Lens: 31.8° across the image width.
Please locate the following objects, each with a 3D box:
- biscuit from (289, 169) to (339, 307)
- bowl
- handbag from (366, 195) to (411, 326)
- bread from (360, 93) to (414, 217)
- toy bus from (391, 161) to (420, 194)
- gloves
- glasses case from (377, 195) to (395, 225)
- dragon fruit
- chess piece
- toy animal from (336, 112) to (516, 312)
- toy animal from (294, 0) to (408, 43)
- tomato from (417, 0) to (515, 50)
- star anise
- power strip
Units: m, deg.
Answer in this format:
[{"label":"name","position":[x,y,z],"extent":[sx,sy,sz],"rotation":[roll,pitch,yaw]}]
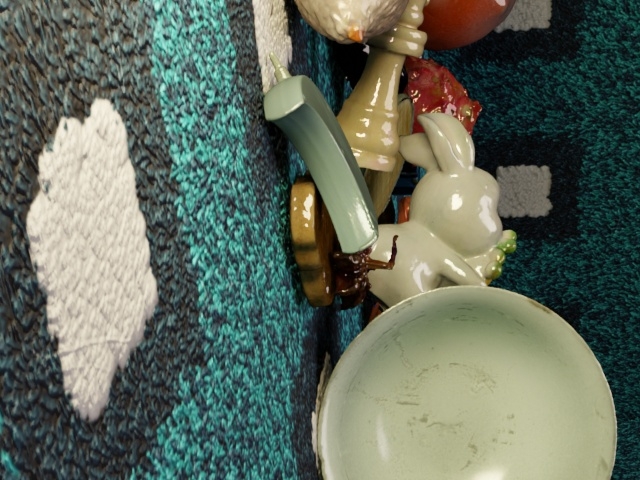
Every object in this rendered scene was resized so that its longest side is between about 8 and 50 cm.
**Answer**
[{"label":"biscuit","position":[-0.001,-0.009,1.547],"extent":[0.320,0.047,0.183],"rotation":[-47,137,-76]},{"label":"bowl","position":[0.206,0.286,1.704],"extent":[0.196,0.435,0.434],"rotation":[127,-38,-83]},{"label":"handbag","position":[0.194,0.062,2.247],"extent":[0.410,0.116,0.303],"rotation":[-15,119,-80]},{"label":"bread","position":[0.091,-0.122,1.874],"extent":[0.267,0.041,0.266],"rotation":[22,90,-76]},{"label":"toy bus","position":[0.175,-0.195,2.443],"extent":[0.106,0.090,0.184],"rotation":[74,20,-57]},{"label":"gloves","position":[0.098,-0.332,1.831],"extent":[0.301,0.152,0.197],"rotation":[122,-32,-61]},{"label":"glasses case","position":[0.103,-0.079,2.122],"extent":[0.218,0.049,0.075],"rotation":[73,22,-56]},{"label":"dragon fruit","position":[0.180,-0.265,2.185],"extent":[0.268,0.210,0.205],"rotation":[51,-14,1]},{"label":"chess piece","position":[0.104,-0.304,1.652],"extent":[0.117,0.117,0.396],"rotation":[-43,149,-77]},{"label":"toy animal","position":[0.169,-0.023,1.775],"extent":[0.310,0.247,0.183],"rotation":[-51,-173,-1]},{"label":"toy animal","position":[0.046,-0.386,1.480],"extent":[0.226,0.188,0.358],"rotation":[62,28,-56]},{"label":"tomato","position":[0.262,-0.545,2.337],"extent":[0.321,0.322,0.321],"rotation":[-2,90,-80]},{"label":"star anise","position":[0.065,0.027,1.576],"extent":[0.190,0.070,0.097],"rotation":[-52,130,-58]},{"label":"power strip","position":[-0.004,-0.114,1.378],"extent":[0.253,0.054,0.167],"rotation":[60,12,-25]}]
